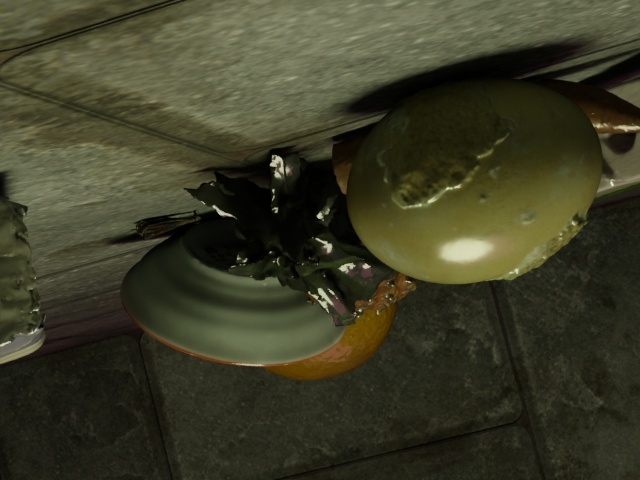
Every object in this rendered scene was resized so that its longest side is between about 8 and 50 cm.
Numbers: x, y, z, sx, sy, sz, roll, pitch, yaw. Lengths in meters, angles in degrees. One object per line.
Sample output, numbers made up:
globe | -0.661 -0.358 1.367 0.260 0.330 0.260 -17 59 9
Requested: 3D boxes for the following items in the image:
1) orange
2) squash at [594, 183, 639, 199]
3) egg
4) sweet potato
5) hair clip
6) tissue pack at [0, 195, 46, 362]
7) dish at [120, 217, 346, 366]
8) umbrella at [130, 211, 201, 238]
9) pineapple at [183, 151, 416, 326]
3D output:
orange | -0.016 0.074 1.740 0.236 0.236 0.236 -14 176 -1
squash | 0.405 -0.106 1.732 0.292 0.082 0.082 -13 176 -36
egg | 0.118 -0.048 1.040 0.201 0.164 0.164 -16 176 0
sweet potato | 0.146 -0.095 1.150 0.281 0.059 0.067 -16 -145 13
hair clip | 0.261 -0.091 1.260 0.085 0.101 0.331 -7 175 -25
tissue pack | -0.345 0.059 1.075 0.242 0.125 0.343 -13 176 -13
dish | -0.091 0.037 1.512 0.260 0.085 0.260 9 -154 -5
umbrella | -0.165 -0.017 1.423 0.083 0.020 0.031 -18 179 -32
pineapple | 0.000 0.004 1.306 0.165 0.166 0.364 -16 174 18
